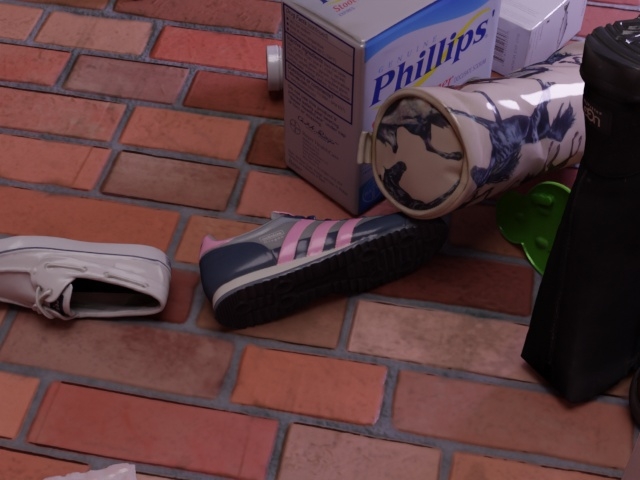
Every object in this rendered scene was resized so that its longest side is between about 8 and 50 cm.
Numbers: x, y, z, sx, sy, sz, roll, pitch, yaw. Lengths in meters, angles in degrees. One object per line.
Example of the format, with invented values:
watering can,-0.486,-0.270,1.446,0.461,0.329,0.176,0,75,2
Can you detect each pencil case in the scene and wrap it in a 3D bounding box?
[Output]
pencil case,0.243,-0.151,1.483,0.410,0.160,0.183,-20,18,-39

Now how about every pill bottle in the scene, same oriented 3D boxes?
pill bottle,0.001,-0.258,1.694,0.160,0.087,0.087,-3,47,-4

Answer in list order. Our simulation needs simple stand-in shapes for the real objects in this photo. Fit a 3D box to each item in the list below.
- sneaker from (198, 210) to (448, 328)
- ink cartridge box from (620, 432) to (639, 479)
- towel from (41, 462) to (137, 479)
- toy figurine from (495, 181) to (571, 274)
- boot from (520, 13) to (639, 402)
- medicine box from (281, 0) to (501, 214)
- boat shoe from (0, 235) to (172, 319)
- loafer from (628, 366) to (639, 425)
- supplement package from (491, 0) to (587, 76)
sneaker,0.000,0.000,1.436,0.319,0.112,0.131,-15,52,-16
ink cartridge box,0.419,0.306,1.092,0.117,0.207,0.283,-26,52,-26
towel,-0.317,0.386,1.109,0.332,0.053,0.317,-10,47,-11
toy figurine,0.345,-0.031,1.497,0.159,0.130,0.173,-14,23,-32
boot,0.418,-0.047,1.267,0.367,0.445,0.146,-13,39,-16
medicine box,0.093,-0.228,1.529,0.263,0.289,0.149,-34,56,-28
boat shoe,-0.312,0.052,1.393,0.258,0.095,0.084,-3,43,-2
loafer,0.521,0.198,1.234,0.366,0.130,0.134,12,63,14
supplement package,0.322,-0.344,1.770,0.105,0.105,0.179,31,54,25
